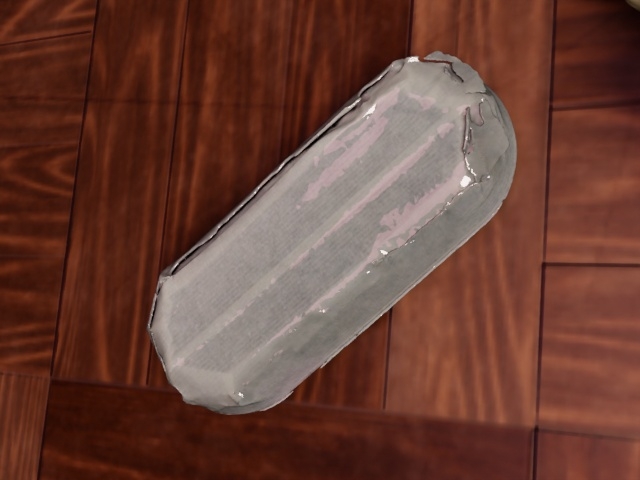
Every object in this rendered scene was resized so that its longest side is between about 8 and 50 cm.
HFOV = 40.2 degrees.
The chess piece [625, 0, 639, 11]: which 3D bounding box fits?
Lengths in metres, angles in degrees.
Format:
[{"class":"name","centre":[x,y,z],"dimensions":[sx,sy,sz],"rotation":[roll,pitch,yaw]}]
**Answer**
[{"class":"chess piece","centre":[0.181,-0.100,0.369],"dimensions":[0.133,0.133,0.243],"rotation":[-24,74,23]}]

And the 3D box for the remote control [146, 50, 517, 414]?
[{"class":"remote control","centre":[0.000,0.000,0.487],"dimensions":[0.247,0.052,0.104],"rotation":[-43,65,12]}]
